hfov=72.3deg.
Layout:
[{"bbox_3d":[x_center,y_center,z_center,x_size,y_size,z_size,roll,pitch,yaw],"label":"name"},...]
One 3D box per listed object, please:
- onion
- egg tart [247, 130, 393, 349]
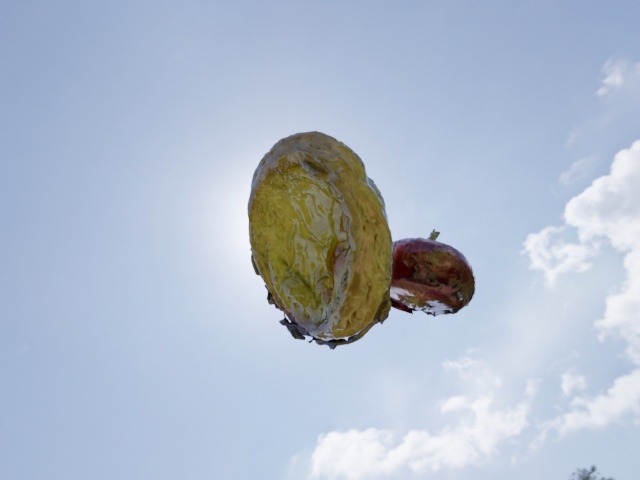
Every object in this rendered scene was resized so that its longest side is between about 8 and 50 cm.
[{"bbox_3d":[0.149,0.031,0.627,0.150,0.140,0.150,16,-29,9],"label":"onion"},{"bbox_3d":[0.000,0.000,0.565,0.095,0.279,0.278,-14,-53,-37],"label":"egg tart"}]
